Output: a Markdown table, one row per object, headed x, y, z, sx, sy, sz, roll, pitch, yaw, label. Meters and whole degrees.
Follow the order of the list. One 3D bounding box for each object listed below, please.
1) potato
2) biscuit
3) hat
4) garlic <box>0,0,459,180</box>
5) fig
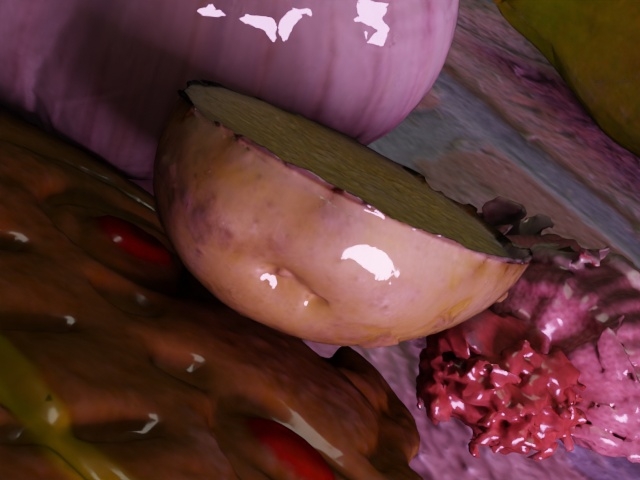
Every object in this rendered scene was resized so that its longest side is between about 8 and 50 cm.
| x | y | z | sx | sy | sz | roll | pitch | yaw | label |
| --- | --- | --- | --- | --- | --- | --- | --- | --- | --- |
| 0.000 | 0.000 | 0.585 | 0.164 | 0.081 | 0.200 | 33 | 9 | 21 | potato |
| -0.081 | 0.049 | 0.522 | 0.350 | 0.070 | 0.394 | 9 | 28 | -49 | biscuit |
| 0.148 | 0.052 | 0.744 | 0.236 | 0.107 | 0.286 | 36 | 24 | 32 | hat |
| -0.077 | -0.160 | 0.739 | 0.317 | 0.259 | 0.317 | 11 | 58 | -18 | garlic |
| 0.274 | -0.161 | 1.134 | 0.275 | 0.206 | 0.206 | 17 | 26 | 18 | fig |
